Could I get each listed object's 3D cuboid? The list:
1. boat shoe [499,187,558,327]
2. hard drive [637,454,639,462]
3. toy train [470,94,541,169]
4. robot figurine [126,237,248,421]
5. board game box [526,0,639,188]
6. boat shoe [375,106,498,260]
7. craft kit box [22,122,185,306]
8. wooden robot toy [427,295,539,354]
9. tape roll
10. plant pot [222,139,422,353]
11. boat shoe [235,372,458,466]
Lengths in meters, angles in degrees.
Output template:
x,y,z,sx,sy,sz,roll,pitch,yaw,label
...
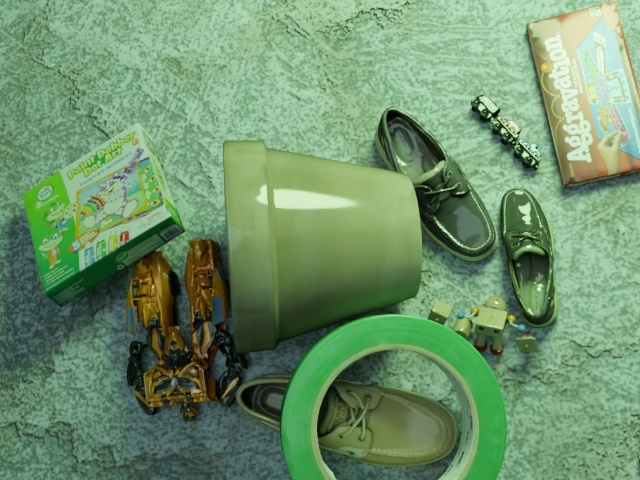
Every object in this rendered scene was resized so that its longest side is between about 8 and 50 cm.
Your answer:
x,y,z,sx,sy,sz,roll,pitch,yaw,label
0.321,0.020,1.439,0.080,0.073,0.223,-9,77,11,boat shoe
0.537,0.335,1.348,0.135,0.022,0.094,-20,75,9,hard drive
0.302,-0.176,1.512,0.036,0.027,0.158,-36,72,-7,toy train
-0.231,0.149,1.540,0.211,0.085,0.291,-9,76,13,robot figurine
0.427,-0.232,1.493,0.145,0.027,0.281,-13,76,12,board game box
0.176,-0.092,1.488,0.103,0.092,0.285,-33,74,4,boat shoe
-0.371,-0.048,1.587,0.250,0.061,0.246,-31,47,5,craft kit box
0.257,0.121,1.452,0.173,0.076,0.079,12,46,16,wooden robot toy
0.102,0.266,1.349,0.321,0.077,0.321,0,86,-4,tape roll
0.000,0.000,1.422,0.280,0.323,0.323,-4,77,-3,plant pot
0.037,0.274,1.435,0.341,0.110,0.121,6,80,15,boat shoe
